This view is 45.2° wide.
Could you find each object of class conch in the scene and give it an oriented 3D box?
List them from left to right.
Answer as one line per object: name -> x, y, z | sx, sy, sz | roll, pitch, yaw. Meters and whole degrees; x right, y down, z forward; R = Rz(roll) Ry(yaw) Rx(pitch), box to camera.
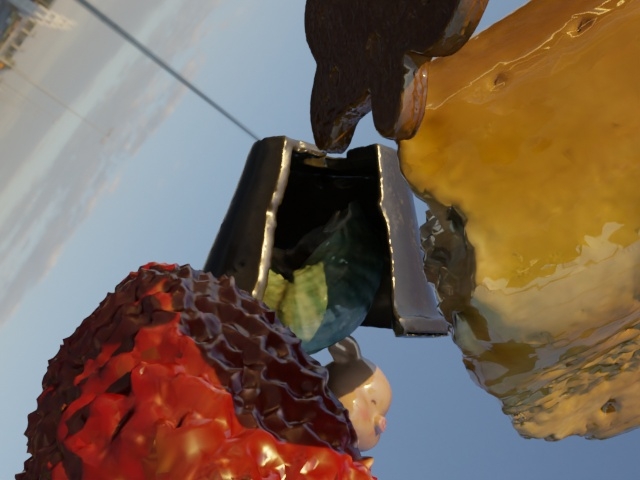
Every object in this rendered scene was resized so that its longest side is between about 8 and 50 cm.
conch -> -0.032, 0.072, 1.090 | 0.277, 0.195, 0.220 | -57, -164, 34

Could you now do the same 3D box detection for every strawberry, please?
strawberry -> -0.077, 0.175, 0.583 | 0.292, 0.292, 0.344 | -36, -147, 33

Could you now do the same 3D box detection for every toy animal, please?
toy animal -> 0.013, 0.282, 1.159 | 0.250, 0.154, 0.166 | -53, 158, -28

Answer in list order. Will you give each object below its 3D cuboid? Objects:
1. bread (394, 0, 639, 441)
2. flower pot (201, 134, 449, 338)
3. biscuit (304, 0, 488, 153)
bread -> 0.259, -0.056, 0.547 | 0.394, 0.361, 0.250 | -30, -129, 12
flower pot -> 0.000, 0.000, 1.078 | 0.379, 0.379, 0.251 | -5, -100, 59
biscuit -> 0.040, -0.123, 0.440 | 0.205, 0.031, 0.138 | 159, -71, -68
